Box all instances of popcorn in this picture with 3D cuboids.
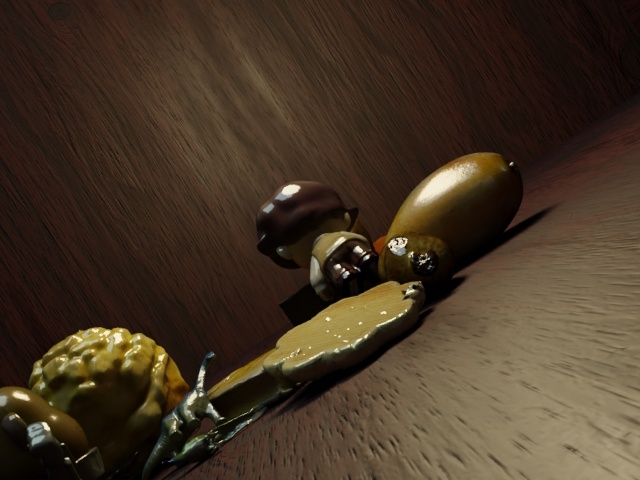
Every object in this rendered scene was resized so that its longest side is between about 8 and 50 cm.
[{"bbox_3d":[-0.433,0.360,1.902,0.349,0.382,0.349,-1,-33,-1],"label":"popcorn"}]

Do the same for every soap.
[{"bbox_3d":[-0.121,0.278,1.823,0.257,0.080,0.160,-33,1,41],"label":"soap"}]

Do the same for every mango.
[{"bbox_3d":[0.270,-0.039,2.018,0.384,0.199,0.221,-47,1,18],"label":"mango"}]

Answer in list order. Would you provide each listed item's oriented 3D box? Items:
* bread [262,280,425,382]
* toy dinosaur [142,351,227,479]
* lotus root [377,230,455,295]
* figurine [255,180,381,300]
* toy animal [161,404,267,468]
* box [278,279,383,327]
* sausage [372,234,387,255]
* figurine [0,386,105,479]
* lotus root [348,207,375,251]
[{"bbox_3d":[0.045,0.159,1.629,0.316,0.054,0.316,-26,11,5],"label":"bread"},{"bbox_3d":[-0.266,0.334,1.772,0.248,0.075,0.188,-48,27,1],"label":"toy dinosaur"},{"bbox_3d":[0.183,0.046,1.795,0.145,0.128,0.260,3,0,-2],"label":"lotus root"},{"bbox_3d":[0.013,0.011,2.049,0.218,0.365,0.206,-47,-38,0],"label":"figurine"},{"bbox_3d":[-0.172,0.336,1.621,0.217,0.041,0.075,-28,-4,-25],"label":"toy animal"},{"bbox_3d":[0.034,0.143,2.210,0.184,0.143,0.273,-33,-1,-21],"label":"box"},{"bbox_3d":[0.190,0.052,2.620,0.133,0.133,0.258,-33,-1,-34],"label":"sausage"},{"bbox_3d":[-0.415,0.347,1.406,0.342,0.285,0.167,-31,-1,41],"label":"figurine"},{"bbox_3d":[0.072,0.046,2.491,0.193,0.291,0.193,-16,7,2],"label":"lotus root"}]
